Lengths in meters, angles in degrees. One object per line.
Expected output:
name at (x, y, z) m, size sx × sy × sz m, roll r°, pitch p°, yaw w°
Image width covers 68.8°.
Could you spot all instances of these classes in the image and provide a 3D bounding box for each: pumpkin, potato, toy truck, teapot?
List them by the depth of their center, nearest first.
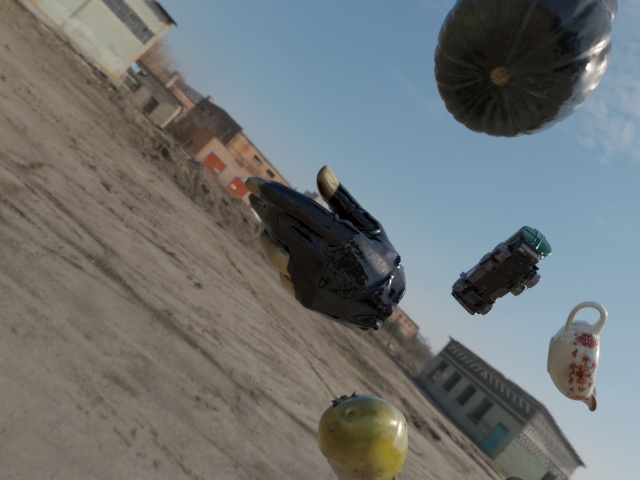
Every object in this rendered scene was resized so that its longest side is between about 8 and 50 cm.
toy truck at (0.148, 0.025, 0.385) m, size 0.039 × 0.044 × 0.083 m, roll 43°, pitch -41°, yaw 7°
pumpkin at (0.297, -0.281, 0.708) m, size 0.250 × 0.250 × 0.216 m, roll 45°, pitch 33°, yaw -10°
potato at (0.087, 0.392, 0.908) m, size 0.300 × 0.173 × 0.140 m, roll 76°, pitch -7°, yaw -45°
teapot at (0.526, 0.233, 0.956) m, size 0.116 × 0.159 × 0.245 m, roll 18°, pitch -55°, yaw 34°

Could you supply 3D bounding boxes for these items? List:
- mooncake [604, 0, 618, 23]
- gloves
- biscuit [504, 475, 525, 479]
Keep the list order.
mooncake at (0.428, -0.426, 0.857) m, size 0.245 × 0.245 × 0.133 m, roll 46°, pitch -18°, yaw -28°
gloves at (0.005, 0.003, 0.732) m, size 0.301 × 0.197 × 0.152 m, roll 37°, pitch -5°, yaw 5°
biscuit at (0.219, 0.355, 0.504) m, size 0.027 × 0.133 × 0.184 m, roll 49°, pitch 28°, yaw -34°
